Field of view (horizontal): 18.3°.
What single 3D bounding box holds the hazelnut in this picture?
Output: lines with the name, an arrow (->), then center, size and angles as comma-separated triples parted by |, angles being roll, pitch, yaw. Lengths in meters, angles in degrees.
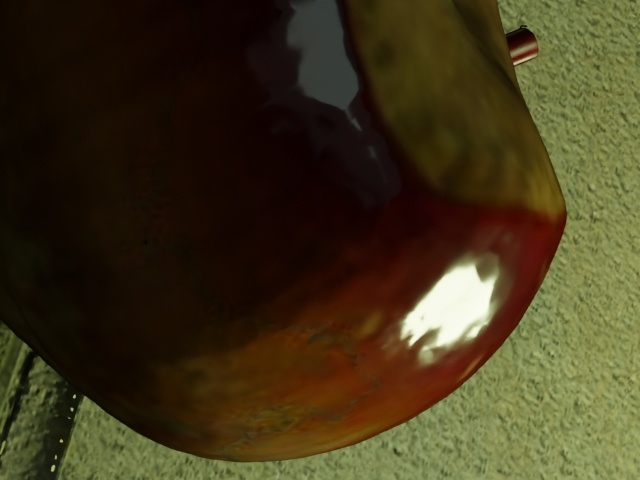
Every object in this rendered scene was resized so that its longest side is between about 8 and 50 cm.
hazelnut -> -0.047, -0.077, 1.124 | 0.359, 0.359, 0.409 | -1, 72, -32

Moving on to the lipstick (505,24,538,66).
lipstick -> 0.085, -0.113, 1.398 | 0.176, 0.027, 0.027 | -25, 84, -35
